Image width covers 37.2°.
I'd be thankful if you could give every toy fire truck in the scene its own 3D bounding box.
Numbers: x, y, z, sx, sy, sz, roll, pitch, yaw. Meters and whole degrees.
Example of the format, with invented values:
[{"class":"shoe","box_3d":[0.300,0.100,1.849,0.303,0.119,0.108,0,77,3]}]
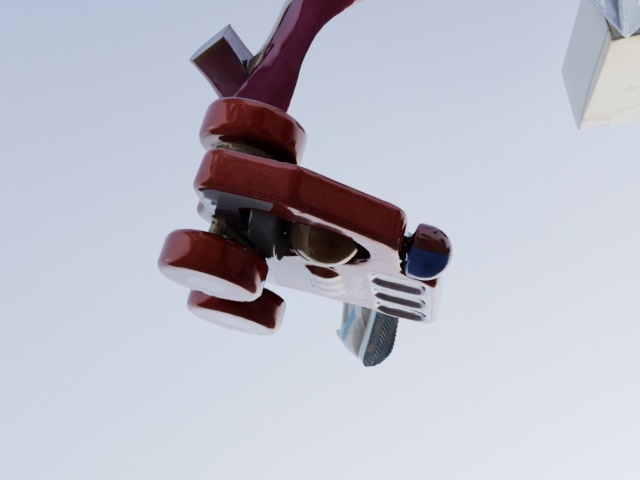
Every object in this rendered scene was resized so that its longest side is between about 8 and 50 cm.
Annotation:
[{"class":"toy fire truck","box_3d":[0.000,0.000,0.912,0.254,0.169,0.302,12,-18,9]}]

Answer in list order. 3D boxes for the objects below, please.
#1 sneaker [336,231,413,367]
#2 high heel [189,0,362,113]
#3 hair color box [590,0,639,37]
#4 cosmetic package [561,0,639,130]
[{"class":"sneaker","box_3d":[0.086,0.083,1.504,0.087,0.092,0.228,1,-64,-44]},{"class":"high heel","box_3d":[0.003,-0.286,1.353,0.377,0.127,0.181,-26,-64,30]},{"class":"hair color box","box_3d":[0.101,-0.288,0.458,0.174,0.347,0.105,-39,-19,8]},{"class":"cosmetic package","box_3d":[0.431,-0.266,1.285,0.160,0.113,0.309,-12,-16,6]}]
